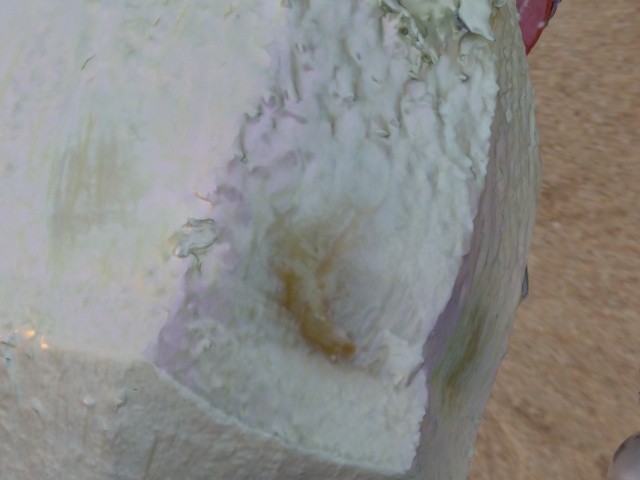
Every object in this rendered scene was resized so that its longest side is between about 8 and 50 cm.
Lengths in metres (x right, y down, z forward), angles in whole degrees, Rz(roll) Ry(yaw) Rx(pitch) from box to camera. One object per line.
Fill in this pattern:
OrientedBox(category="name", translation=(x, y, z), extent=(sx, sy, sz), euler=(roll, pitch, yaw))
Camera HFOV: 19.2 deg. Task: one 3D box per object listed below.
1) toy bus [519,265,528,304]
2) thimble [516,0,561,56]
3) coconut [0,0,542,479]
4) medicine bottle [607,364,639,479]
OrientedBox(category="toy bus", translation=(0.075, 0.024, 1.464), extent=(0.072, 0.172, 0.057), euler=(-25, 114, -49))
OrientedBox(category="thimble", translation=(0.103, -0.206, 1.612), extent=(0.125, 0.189, 0.163), euler=(28, 74, -26))
OrientedBox(category="coconut", translation=(-0.062, -0.009, 0.778), extent=(0.297, 0.297, 0.310), euler=(20, 73, -9))
OrientedBox(category="medicine bottle", translation=(0.175, 0.143, 0.810), extent=(0.107, 0.107, 0.192), euler=(2, 88, -7))
